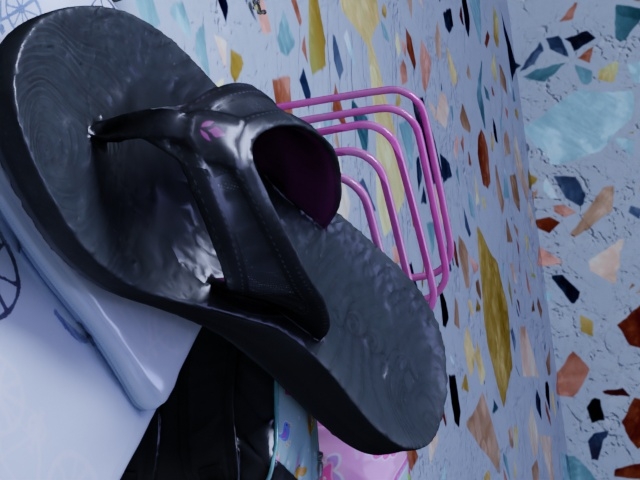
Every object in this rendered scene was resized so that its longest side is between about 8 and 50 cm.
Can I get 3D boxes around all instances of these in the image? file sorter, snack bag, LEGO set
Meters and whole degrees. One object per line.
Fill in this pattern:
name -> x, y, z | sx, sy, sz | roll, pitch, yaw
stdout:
file sorter -> 0.000, 0.000, 1.570 | 0.291, 0.182, 0.202 | -57, 137, -67
snack bag -> -0.171, -0.008, 1.037 | 0.323, 0.037, 0.342 | 59, 37, -30
LEGO set -> -0.060, -0.259, 1.790 | 0.083, 0.023, 0.054 | -63, 142, -42

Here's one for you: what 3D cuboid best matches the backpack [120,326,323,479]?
backpack -> -0.081, 0.106, 1.255 | 0.144, 0.165, 0.188 | 39, 46, -62

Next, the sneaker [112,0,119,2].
sneaker -> -0.160, -0.229, 1.241 | 0.343, 0.146, 0.134 | -2, 105, -64

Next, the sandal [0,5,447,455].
sandal -> -0.027, -0.012, 1.129 | 0.446, 0.107, 0.168 | 38, 47, -44

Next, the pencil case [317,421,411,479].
pencil case -> 0.029, 0.277, 1.660 | 0.124, 0.124, 0.284 | -21, 102, -74
